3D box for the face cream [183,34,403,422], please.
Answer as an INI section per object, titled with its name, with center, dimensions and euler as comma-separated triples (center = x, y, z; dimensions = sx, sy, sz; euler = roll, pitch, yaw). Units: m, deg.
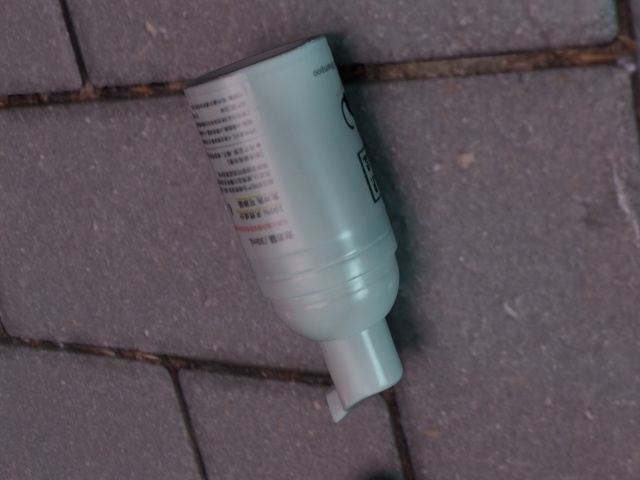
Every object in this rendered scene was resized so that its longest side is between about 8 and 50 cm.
[face cream]
center = 0.000, 0.000, 1.194
dimensions = 0.145, 0.145, 0.370
euler = -9, 108, 43
